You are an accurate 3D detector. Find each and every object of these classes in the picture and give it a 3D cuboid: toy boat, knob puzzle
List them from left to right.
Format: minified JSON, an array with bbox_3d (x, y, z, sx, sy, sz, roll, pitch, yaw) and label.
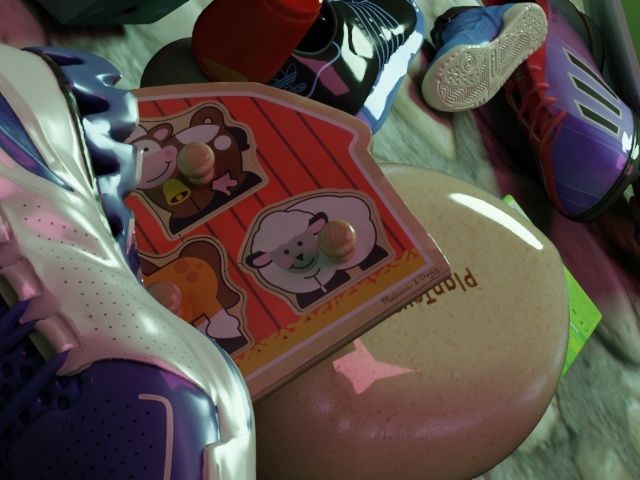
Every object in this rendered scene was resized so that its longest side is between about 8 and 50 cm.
[{"bbox_3d":[-0.058,-0.012,0.839,0.030,0.213,0.213,72,-1,-58],"label":"knob puzzle"},{"bbox_3d":[0.000,0.000,0.961,0.267,0.148,0.318,-10,68,-42],"label":"toy boat"}]

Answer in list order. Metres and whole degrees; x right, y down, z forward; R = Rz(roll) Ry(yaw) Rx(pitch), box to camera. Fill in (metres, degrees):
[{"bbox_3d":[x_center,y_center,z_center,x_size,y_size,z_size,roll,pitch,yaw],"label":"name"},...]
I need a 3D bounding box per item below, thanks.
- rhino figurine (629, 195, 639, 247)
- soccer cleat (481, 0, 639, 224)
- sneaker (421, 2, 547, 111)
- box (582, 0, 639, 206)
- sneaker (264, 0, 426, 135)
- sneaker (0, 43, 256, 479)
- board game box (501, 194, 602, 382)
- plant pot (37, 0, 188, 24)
[{"bbox_3d":[0.354,0.058,1.550,0.243,0.073,0.106,52,30,0],"label":"rhino figurine"},{"bbox_3d":[0.202,-0.131,1.502,0.116,0.108,0.318,35,28,-23],"label":"soccer cleat"},{"bbox_3d":[0.119,-0.157,1.453,0.152,0.084,0.058,-42,121,-32],"label":"sneaker"},{"bbox_3d":[0.334,-0.178,1.579,0.231,0.126,0.262,61,17,-73],"label":"box"},{"bbox_3d":[0.015,-0.148,1.230,0.090,0.081,0.232,52,26,-20],"label":"sneaker"},{"bbox_3d":[-0.158,0.011,0.725,0.182,0.127,0.315,22,33,-42],"label":"sneaker"},{"bbox_3d":[0.133,0.053,1.233,0.124,0.039,0.259,53,23,0],"label":"board game box"},{"bbox_3d":[-0.141,-0.256,1.028,0.165,0.165,0.234,-14,78,-62],"label":"plant pot"}]
